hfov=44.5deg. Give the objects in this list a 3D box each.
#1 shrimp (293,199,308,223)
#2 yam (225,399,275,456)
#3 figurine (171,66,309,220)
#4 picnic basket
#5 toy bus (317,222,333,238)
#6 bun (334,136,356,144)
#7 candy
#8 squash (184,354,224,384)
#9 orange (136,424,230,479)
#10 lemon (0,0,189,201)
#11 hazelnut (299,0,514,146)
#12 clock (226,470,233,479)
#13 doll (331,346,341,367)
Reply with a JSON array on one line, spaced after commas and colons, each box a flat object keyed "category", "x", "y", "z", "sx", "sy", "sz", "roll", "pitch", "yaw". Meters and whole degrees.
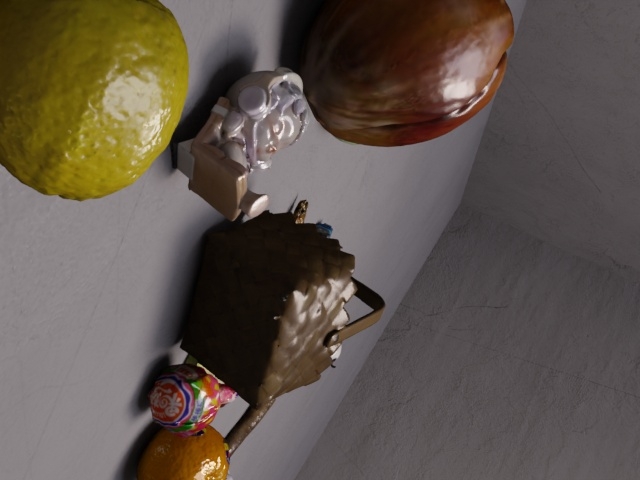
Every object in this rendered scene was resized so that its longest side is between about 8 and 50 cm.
[{"category": "shrimp", "x": -0.053, "y": -0.011, "z": 1.624, "sx": 0.162, "sy": 0.045, "sz": 0.095, "roll": -68, "pitch": 165, "yaw": 9}, {"category": "yam", "x": -0.214, "y": 0.498, "z": 1.934, "sx": 0.045, "sy": 0.045, "sz": 0.327, "roll": -33, "pitch": -167, "yaw": 48}, {"category": "figurine", "x": -0.087, "y": -0.148, "z": 1.077, "sx": 0.237, "sy": 0.141, "sz": 0.162, "roll": -54, "pitch": 167, "yaw": -36}, {"category": "picnic basket", "x": -0.059, "y": 0.103, "z": 1.366, "sx": 0.321, "sy": 0.254, "sz": 0.291, "roll": -22, "pitch": 137, "yaw": -53}, {"category": "toy bus", "x": 0.000, "y": 0.000, "z": 1.841, "sx": 0.046, "sy": 0.038, "sz": 0.083, "roll": -46, "pitch": 159, "yaw": -62}, {"category": "bun", "x": 0.093, "y": -0.282, "z": 1.546, "sx": 0.221, "sy": 0.108, "sz": 0.221, "roll": -57, "pitch": 164, "yaw": -25}, {"category": "candy", "x": -0.168, "y": 0.278, "z": 1.437, "sx": 0.365, "sy": 0.124, "sz": 0.124, "roll": 6, "pitch": 110, "yaw": -59}, {"category": "squash", "x": -0.214, "y": 0.243, "z": 1.521, "sx": 0.219, "sy": 0.041, "sz": 0.219, "roll": -51, "pitch": 158, "yaw": -29}, {"category": "orange", "x": -0.251, "y": 0.414, "z": 1.432, "sx": 0.177, "sy": 0.155, "sz": 0.178, "roll": 17, "pitch": 90, "yaw": -76}, {"category": "lemon", "x": -0.201, "y": -0.132, "z": 0.654, "sx": 0.193, "sy": 0.180, "sz": 0.180, "roll": -44, "pitch": 165, "yaw": 0}, {"category": "hazelnut", "x": 0.133, "y": -0.309, "z": 1.282, "sx": 0.372, "sy": 0.315, "sz": 0.372, "roll": -29, "pitch": 159, "yaw": -13}, {"category": "clock", "x": -0.238, "y": 0.499, "z": 1.698, "sx": 0.080, "sy": 0.117, "sz": 0.176, "roll": -54, "pitch": 162, "yaw": -36}, {"category": "doll", "x": -0.047, "y": 0.172, "z": 1.797, "sx": 0.144, "sy": 0.208, "sz": 0.271, "roll": -42, "pitch": 131, "yaw": 6}]
